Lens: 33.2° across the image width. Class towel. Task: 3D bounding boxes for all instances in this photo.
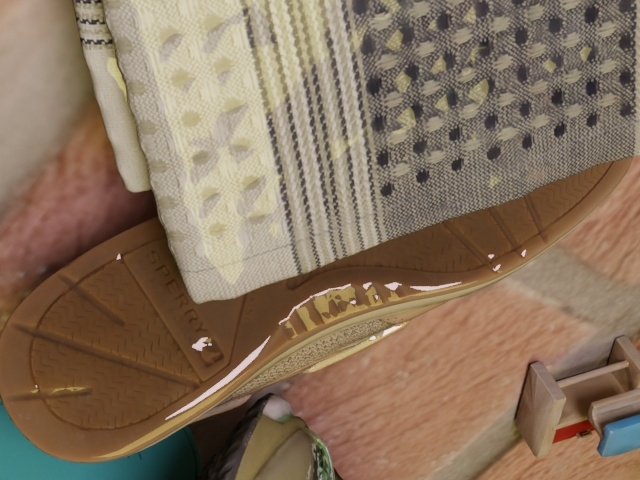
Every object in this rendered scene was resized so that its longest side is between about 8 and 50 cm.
[{"bbox_3d":[0.048,-0.153,0.424,0.312,0.056,0.324,-18,121,-12],"label":"towel"}]

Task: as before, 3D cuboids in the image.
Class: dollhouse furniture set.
[{"bbox_3d":[0.258,0.157,0.805,0.183,0.129,0.129,-13,136,-16],"label":"dollhouse furniture set"}]

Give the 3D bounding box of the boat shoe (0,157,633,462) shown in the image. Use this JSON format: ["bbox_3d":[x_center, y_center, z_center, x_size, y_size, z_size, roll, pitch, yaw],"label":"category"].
[{"bbox_3d":[0.000,0.000,0.556,0.341,0.122,0.110,-26,173,-9],"label":"boat shoe"}]

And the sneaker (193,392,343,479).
[{"bbox_3d":[0.014,0.214,0.629,0.158,0.182,0.410,-57,160,-11],"label":"sneaker"}]

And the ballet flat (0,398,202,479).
[{"bbox_3d":[-0.244,0.126,0.541,0.400,0.139,0.139,18,122,-41],"label":"ballet flat"}]
